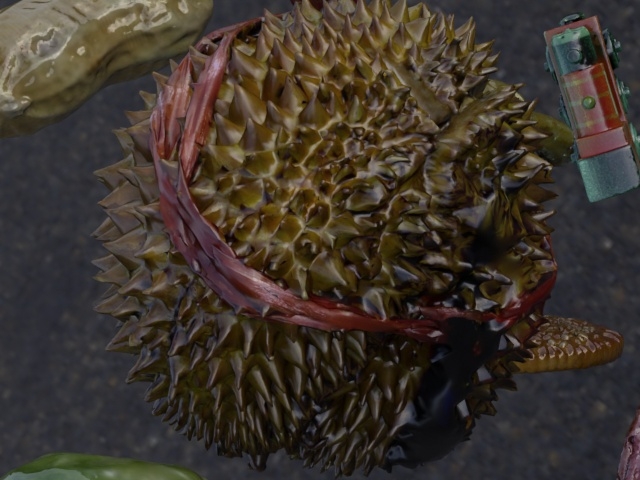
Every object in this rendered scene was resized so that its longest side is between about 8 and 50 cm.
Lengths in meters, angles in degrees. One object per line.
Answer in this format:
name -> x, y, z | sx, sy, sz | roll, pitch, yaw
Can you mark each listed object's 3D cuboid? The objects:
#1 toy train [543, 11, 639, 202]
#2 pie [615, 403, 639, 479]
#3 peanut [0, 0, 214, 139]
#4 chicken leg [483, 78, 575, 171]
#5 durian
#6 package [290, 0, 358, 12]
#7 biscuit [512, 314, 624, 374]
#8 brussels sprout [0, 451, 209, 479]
toy train -> 0.149, -0.074, 0.880 | 0.044, 0.103, 0.064 | -15, 6, 16
pie -> 0.299, 0.216, 1.490 | 0.038, 0.153, 0.153 | 13, 68, 19
peanut -> -0.265, -0.215, 1.761 | 0.325, 0.140, 0.153 | -25, 23, -17
chicken leg -> 0.188, -0.116, 1.662 | 0.103, 0.228, 0.088 | -42, 45, 52
durian -> 0.005, 0.001, 1.158 | 0.384, 0.348, 0.347 | -65, 34, 20
package -> 0.010, -0.268, 1.841 | 0.083, 0.200, 0.022 | -15, 70, 6
biscuit -> 0.139, 0.094, 1.543 | 0.305, 0.305, 0.038 | 2, 94, 47
brussels sprout -> -0.148, 0.243, 1.032 | 0.244, 0.244, 0.244 | -27, 44, 30
